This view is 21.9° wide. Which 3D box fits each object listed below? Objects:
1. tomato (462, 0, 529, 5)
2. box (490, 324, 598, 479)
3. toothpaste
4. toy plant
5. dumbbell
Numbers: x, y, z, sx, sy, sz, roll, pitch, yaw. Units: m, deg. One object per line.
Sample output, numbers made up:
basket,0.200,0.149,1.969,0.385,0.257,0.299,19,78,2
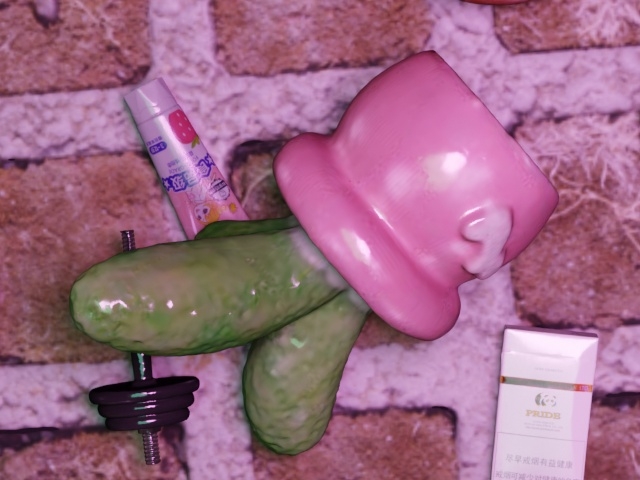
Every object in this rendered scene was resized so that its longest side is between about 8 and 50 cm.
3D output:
tomato,0.150,-0.307,1.371,0.232,0.188,0.232,1,96,5
box,0.197,0.155,1.465,0.084,0.040,0.154,6,93,8
toothpaste,-0.115,-0.051,1.485,0.067,0.043,0.194,-28,96,1
toy plant,0.006,-0.001,1.371,0.356,0.317,0.210,-36,50,12
dumbbell,-0.160,0.094,1.465,0.099,0.099,0.208,-6,92,6
